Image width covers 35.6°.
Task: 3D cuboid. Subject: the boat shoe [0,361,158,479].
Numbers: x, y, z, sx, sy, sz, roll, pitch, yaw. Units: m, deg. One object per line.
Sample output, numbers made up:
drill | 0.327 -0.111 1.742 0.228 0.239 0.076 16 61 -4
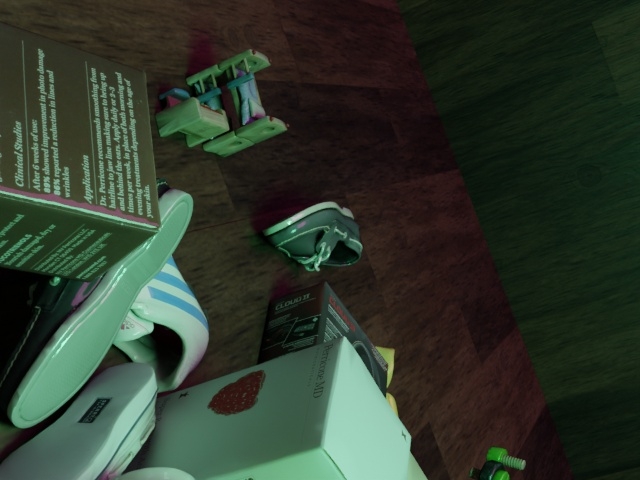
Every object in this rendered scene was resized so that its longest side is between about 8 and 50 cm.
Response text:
boat shoe | -0.244 0.227 1.025 0.267 0.096 0.088 -60 146 -62

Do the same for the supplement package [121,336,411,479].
supplement package | -0.070 0.260 1.116 0.175 0.293 0.177 58 24 -26

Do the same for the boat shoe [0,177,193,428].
boat shoe | -0.252 0.055 1.056 0.302 0.091 0.114 -55 164 -26

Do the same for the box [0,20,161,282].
box | -0.339 -0.096 0.877 0.381 0.143 0.191 16 54 -42

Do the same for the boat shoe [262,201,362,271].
boat shoe | 0.000 0.000 1.727 0.099 0.116 0.319 68 17 7

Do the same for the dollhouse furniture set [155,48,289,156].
dollhouse furniture set | -0.157 -0.224 1.541 0.184 0.129 0.129 13 59 -63

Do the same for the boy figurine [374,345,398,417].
boy figurine | 0.116 0.322 1.728 0.177 0.092 0.285 62 14 -82

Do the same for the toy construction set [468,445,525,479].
toy construction set | 0.146 0.475 1.572 0.257 0.237 0.308 2 97 -55

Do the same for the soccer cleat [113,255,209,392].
soccer cleat | -0.234 0.033 1.168 0.331 0.116 0.143 60 24 -22

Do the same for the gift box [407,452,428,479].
gift box | 0.037 0.392 1.285 0.258 0.277 0.255 60 29 -25

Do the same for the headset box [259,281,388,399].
headset box | 0.006 0.225 1.552 0.218 0.110 0.293 54 27 -31

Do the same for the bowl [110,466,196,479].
bowl | -0.154 0.311 0.942 0.289 0.290 0.156 46 16 -44
